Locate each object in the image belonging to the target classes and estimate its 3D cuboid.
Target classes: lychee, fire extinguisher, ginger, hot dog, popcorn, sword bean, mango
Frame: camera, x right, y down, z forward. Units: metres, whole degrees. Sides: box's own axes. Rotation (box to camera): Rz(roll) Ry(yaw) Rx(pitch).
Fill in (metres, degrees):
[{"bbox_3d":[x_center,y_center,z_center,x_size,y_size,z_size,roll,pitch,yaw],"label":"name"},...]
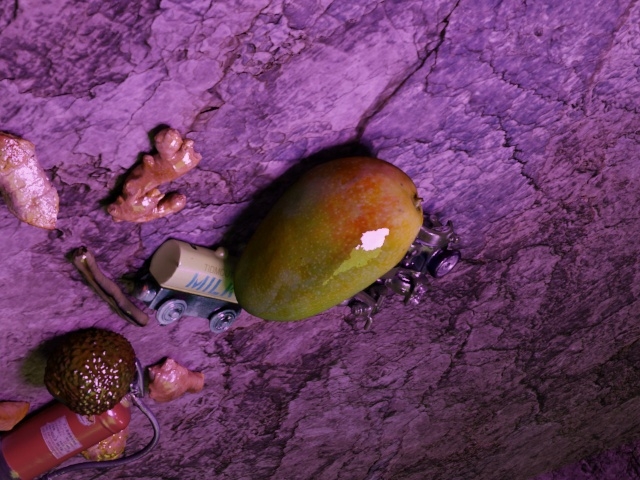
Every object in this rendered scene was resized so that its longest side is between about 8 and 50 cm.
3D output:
[{"bbox_3d":[-0.412,0.234,1.909,0.171,0.171,0.171,-19,148,-13],"label":"lychee"},{"bbox_3d":[-0.476,0.384,2.091,0.376,0.113,0.200,-31,134,5],"label":"fire extinguisher"},{"bbox_3d":[-0.299,0.298,2.159,0.096,0.067,0.165,-52,147,-1],"label":"ginger"},{"bbox_3d":[-0.429,-0.089,1.495,0.078,0.061,0.169,-27,124,-15],"label":"hot dog"},{"bbox_3d":[-0.451,0.412,2.189,0.109,0.097,0.089,-27,155,-29],"label":"popcorn"},{"bbox_3d":[-0.367,0.085,1.825,0.043,0.038,0.269,-22,148,2],"label":"sword bean"},{"bbox_3d":[-0.259,-0.085,1.640,0.176,0.052,0.193,-32,150,-3],"label":"ginger"},{"bbox_3d":[0.000,0.000,1.797,0.382,0.225,0.201,-35,165,18],"label":"mango"}]

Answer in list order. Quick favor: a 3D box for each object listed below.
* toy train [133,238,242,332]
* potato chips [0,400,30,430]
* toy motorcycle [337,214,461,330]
[{"bbox_3d":[-0.213,0.076,1.882,0.253,0.105,0.157,18,113,-50],"label":"toy train"},{"bbox_3d":[-0.667,0.302,1.882,0.057,0.080,0.407,-48,145,13],"label":"potato chips"},{"bbox_3d":[0.145,0.051,2.050,0.275,0.127,0.205,-9,138,-35],"label":"toy motorcycle"}]
